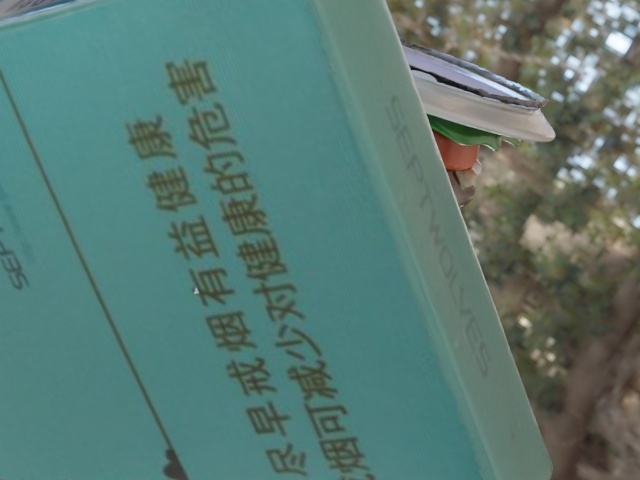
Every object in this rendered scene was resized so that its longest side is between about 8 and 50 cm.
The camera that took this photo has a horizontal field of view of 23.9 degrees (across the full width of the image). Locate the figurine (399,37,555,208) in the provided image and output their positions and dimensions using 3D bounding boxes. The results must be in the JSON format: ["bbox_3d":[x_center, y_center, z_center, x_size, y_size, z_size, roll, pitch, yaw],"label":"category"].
[{"bbox_3d":[0.000,0.000,0.553,0.132,0.132,0.154,2,-69,-55],"label":"figurine"}]

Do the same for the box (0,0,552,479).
[{"bbox_3d":[-0.071,0.015,0.403,0.162,0.229,0.041,68,-150,-22],"label":"box"}]
